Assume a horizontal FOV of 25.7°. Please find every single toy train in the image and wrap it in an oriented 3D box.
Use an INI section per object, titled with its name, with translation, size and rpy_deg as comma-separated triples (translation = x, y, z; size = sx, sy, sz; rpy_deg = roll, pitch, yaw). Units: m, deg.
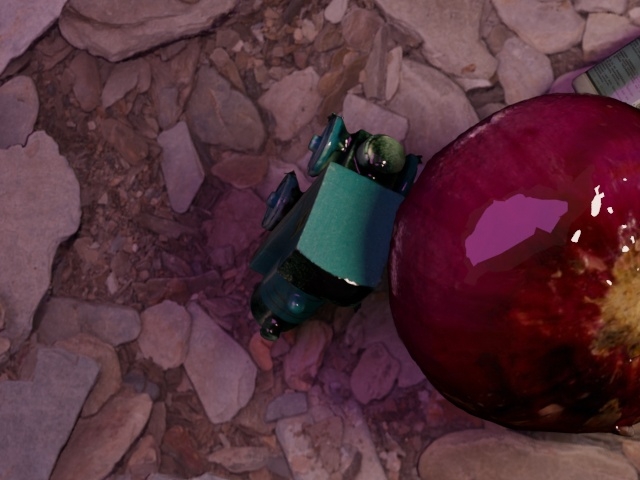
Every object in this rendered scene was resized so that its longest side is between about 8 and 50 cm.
[toy train]
translation = 0.000, 0.000, 1.481
size = 0.120, 0.298, 0.194
rpy_deg = 25, 64, -9

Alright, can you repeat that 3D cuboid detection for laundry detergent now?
[laundry detergent]
translation = 0.378, -0.189, 1.457
size = 0.226, 0.070, 0.099
rpy_deg = -34, 57, 15

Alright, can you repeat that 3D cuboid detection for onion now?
[onion]
translation = 0.212, 0.012, 1.374
size = 0.348, 0.348, 0.385
rpy_deg = -57, 25, 2
